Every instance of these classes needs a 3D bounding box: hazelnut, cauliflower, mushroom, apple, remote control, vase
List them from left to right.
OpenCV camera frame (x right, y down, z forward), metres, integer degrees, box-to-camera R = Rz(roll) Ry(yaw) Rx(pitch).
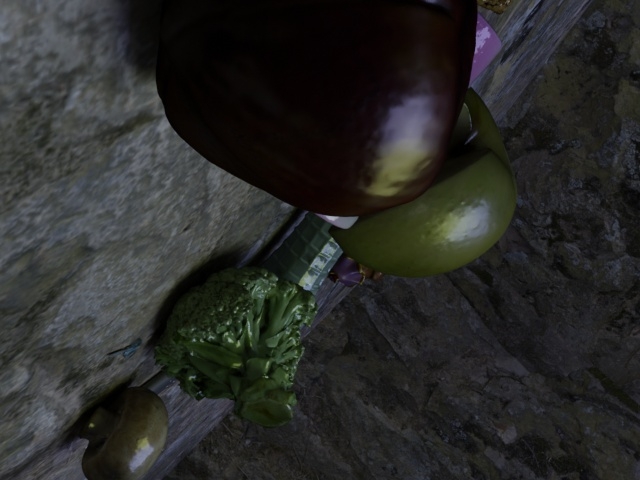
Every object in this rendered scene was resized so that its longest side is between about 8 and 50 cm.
[{"bbox_3d":[-0.320,0.314,1.085,0.166,0.127,0.166,-46,-165,16],"label":"mushroom"},{"bbox_3d":[-0.273,0.253,1.320,0.067,0.029,0.261,-53,170,34],"label":"remote control"},{"bbox_3d":[-0.117,0.185,1.042,0.275,0.250,0.272,10,127,-40],"label":"cauliflower"},{"bbox_3d":[-0.004,-0.133,0.448,0.229,0.229,0.229,-46,171,-9],"label":"hazelnut"},{"bbox_3d":[0.000,0.000,1.196,0.299,0.143,0.143,-52,170,12],"label":"vase"},{"bbox_3d":[0.130,-0.089,0.940,0.254,0.292,0.292,-29,-178,31],"label":"apple"}]

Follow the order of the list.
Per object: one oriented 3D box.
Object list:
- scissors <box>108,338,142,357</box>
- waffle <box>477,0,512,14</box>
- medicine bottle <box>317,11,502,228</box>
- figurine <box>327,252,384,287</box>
[{"bbox_3d":[-0.280,0.158,0.955,0.036,0.006,0.083,-47,171,8],"label":"scissors"},{"bbox_3d":[0.264,-0.416,0.775,0.308,0.091,0.213,-52,170,26],"label":"waffle"},{"bbox_3d":[0.055,-0.154,0.725,0.254,0.152,0.152,-50,171,12],"label":"medicine bottle"},{"bbox_3d":[0.090,-0.007,1.453,0.190,0.142,0.263,-10,-145,33],"label":"figurine"}]
